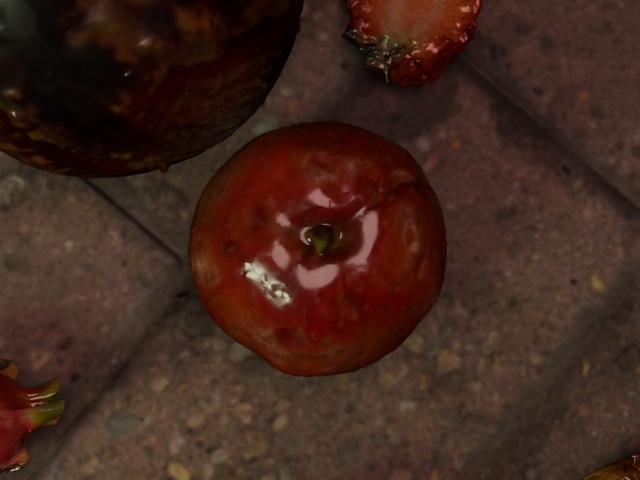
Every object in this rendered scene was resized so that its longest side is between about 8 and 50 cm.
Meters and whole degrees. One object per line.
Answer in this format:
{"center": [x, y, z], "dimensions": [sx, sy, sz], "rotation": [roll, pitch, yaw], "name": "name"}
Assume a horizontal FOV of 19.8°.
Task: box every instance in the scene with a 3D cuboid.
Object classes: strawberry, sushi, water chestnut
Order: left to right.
{"center": [-0.167, -0.214, 1.201], "dimensions": [0.350, 0.302, 0.350], "rotation": [9, 77, -43], "name": "water chestnut"}
{"center": [0.069, -0.176, 1.333], "dimensions": [0.104, 0.048, 0.152], "rotation": [25, 65, 3], "name": "strawberry"}
{"center": [0.226, 0.182, 1.289], "dimensions": [0.118, 0.061, 0.060], "rotation": [-18, 72, -12], "name": "sushi"}

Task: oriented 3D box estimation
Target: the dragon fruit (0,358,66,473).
{"center": [-0.229, 0.121, 1.226], "dimensions": [0.116, 0.081, 0.086], "rotation": [1, 70, -7], "name": "dragon fruit"}

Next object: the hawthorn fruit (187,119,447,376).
{"center": [0.000, 0.000, 1.216], "dimensions": [0.179, 0.200, 0.179], "rotation": [0, 80, -2], "name": "hawthorn fruit"}
